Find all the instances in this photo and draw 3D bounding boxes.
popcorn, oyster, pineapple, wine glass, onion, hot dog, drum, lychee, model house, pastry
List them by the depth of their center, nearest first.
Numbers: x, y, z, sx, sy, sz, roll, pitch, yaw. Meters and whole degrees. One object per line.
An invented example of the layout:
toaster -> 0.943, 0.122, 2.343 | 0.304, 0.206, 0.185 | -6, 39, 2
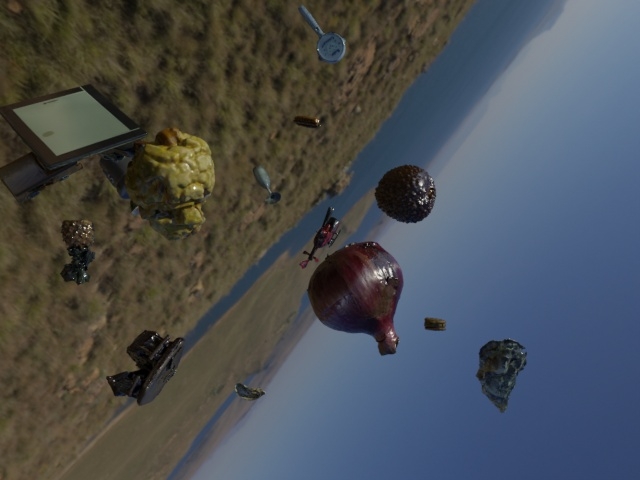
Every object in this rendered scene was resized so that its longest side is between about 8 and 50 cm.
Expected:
model house -> -0.490, 0.340, 1.313 | 0.203, 0.164, 0.141 | -56, 164, -37
popcorn -> -0.437, -0.160, 1.376 | 0.225, 0.265, 0.332 | -45, 139, -61
oyster -> 0.517, 0.382, 1.389 | 0.087, 0.200, 0.252 | -103, -144, -56
oyster -> -0.221, 0.460, 1.484 | 0.081, 0.083, 0.038 | -26, -158, 11
onion -> 0.145, 0.207, 1.591 | 0.348, 0.385, 0.347 | -26, 163, -9
pineapple -> -0.863, 0.044, 1.699 | 0.111, 0.237, 0.119 | -1, -179, -37
drum -> 0.017, -0.836, 1.907 | 0.130, 0.253, 0.049 | -22, -171, 4
hot dog -> -0.057, -0.473, 1.912 | 0.037, 0.122, 0.049 | -55, 147, -38
wine glass -> -0.221, -0.231, 1.933 | 0.066, 0.198, 0.066 | -17, 139, -15
lychee -> 0.354, -0.196, 2.025 | 0.267, 0.267, 0.267 | -52, 175, -7
pastry -> 0.509, 0.374, 2.117 | 0.109, 0.097, 0.057 | 9, 86, -55

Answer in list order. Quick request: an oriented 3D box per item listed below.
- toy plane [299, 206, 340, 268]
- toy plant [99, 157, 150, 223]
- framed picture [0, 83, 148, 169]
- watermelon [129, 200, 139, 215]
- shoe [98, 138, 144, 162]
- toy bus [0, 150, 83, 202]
toy plane -> 0.000, 0.000, 1.027 | 0.145, 0.037, 0.060 | -58, 159, 0
toy plant -> -0.784, -0.220, 2.085 | 0.185, 0.400, 0.279 | -35, 170, -41
framed picture -> -0.670, -0.319, 1.284 | 0.265, 0.347, 0.016 | -32, 147, -33
watermelon -> -0.630, -0.152, 1.692 | 0.163, 0.068, 0.087 | -29, 173, 12
shoe -> -0.635, -0.300, 1.494 | 0.109, 0.293, 0.149 | -44, 150, -28
toy bus -> -0.787, -0.202, 1.341 | 0.201, 0.098, 0.114 | -38, -169, -23
